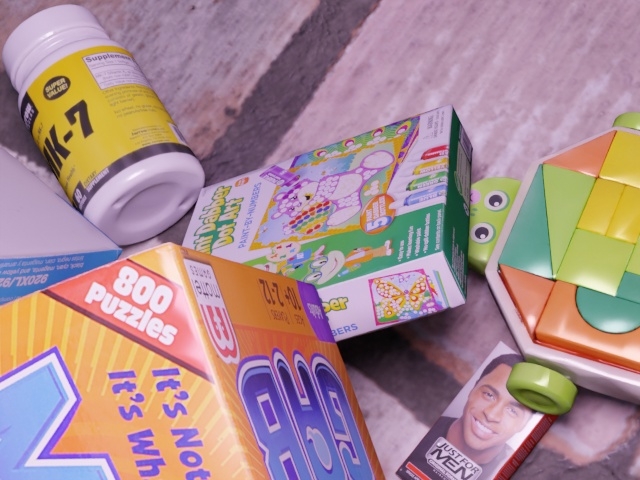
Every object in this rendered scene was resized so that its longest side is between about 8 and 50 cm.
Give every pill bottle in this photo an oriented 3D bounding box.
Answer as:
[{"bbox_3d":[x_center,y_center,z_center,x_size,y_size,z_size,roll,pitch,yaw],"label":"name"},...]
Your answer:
[{"bbox_3d":[-0.204,-0.108,1.428,0.119,0.119,0.208,-35,66,3],"label":"pill bottle"}]

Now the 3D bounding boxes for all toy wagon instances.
[{"bbox_3d":[0.238,0.018,1.258,0.344,0.068,0.267,17,66,21],"label":"toy wagon"}]

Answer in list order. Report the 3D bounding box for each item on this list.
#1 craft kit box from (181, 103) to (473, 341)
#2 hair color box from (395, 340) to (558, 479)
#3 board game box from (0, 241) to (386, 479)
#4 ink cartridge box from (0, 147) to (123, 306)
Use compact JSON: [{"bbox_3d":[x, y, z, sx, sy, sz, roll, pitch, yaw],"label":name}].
[{"bbox_3d":[0.000,0.000,1.278,0.247,0.061,0.250,-21,27,17],"label":"craft kit box"},{"bbox_3d":[0.134,0.161,1.283,0.072,0.043,0.141,36,85,24],"label":"hair color box"},{"bbox_3d":[-0.144,0.241,0.989,0.356,0.356,0.356,-22,81,9],"label":"board game box"},{"bbox_3d":[-0.323,0.060,1.342,0.171,0.168,0.232,37,111,24],"label":"ink cartridge box"}]
